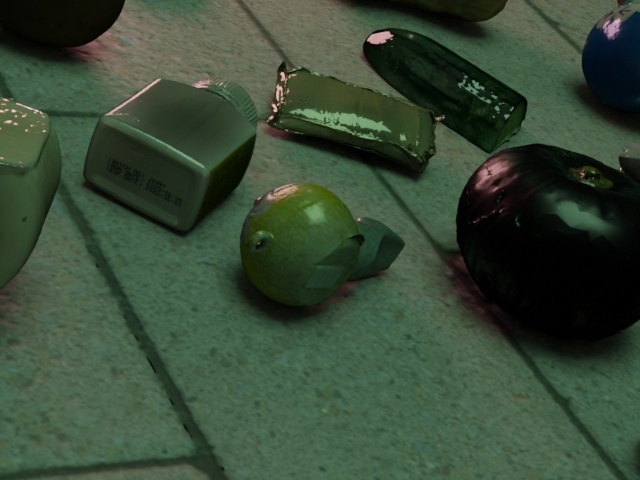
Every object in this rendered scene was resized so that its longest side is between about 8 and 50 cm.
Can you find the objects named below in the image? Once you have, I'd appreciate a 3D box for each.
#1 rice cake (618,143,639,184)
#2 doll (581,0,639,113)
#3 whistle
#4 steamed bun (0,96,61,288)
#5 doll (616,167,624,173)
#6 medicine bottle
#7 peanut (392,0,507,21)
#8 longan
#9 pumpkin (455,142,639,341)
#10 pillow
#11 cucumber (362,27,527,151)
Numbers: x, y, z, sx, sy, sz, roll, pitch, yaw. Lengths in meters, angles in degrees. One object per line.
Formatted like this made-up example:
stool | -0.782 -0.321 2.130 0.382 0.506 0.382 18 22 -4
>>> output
rice cake | 0.408 -0.012 1.748 0.270 0.055 0.049 49 44 -29
doll | 0.482 -0.243 2.182 0.257 0.161 0.215 10 2 -39
whistle | 0.000 0.000 1.558 0.123 0.123 0.223 41 22 30
steamed bun | -0.350 -0.043 1.352 0.242 0.164 0.146 13 29 -4
doll | 0.383 -0.039 1.846 0.221 0.105 0.115 9 39 -23
medicine bottle | -0.141 -0.100 1.644 0.132 0.088 0.188 27 31 10
peanut | 0.127 -0.398 2.229 0.291 0.143 0.159 11 32 -11
longan | -0.307 -0.306 1.808 0.187 0.167 0.167 49 33 -2
pumpkin | 0.252 -0.003 1.656 0.233 0.163 0.233 18 28 -10
pillow | 0.043 -0.143 1.856 0.208 0.053 0.119 17 35 -6
cucumber | 0.155 -0.208 2.025 0.244 0.063 0.115 33 32 23
